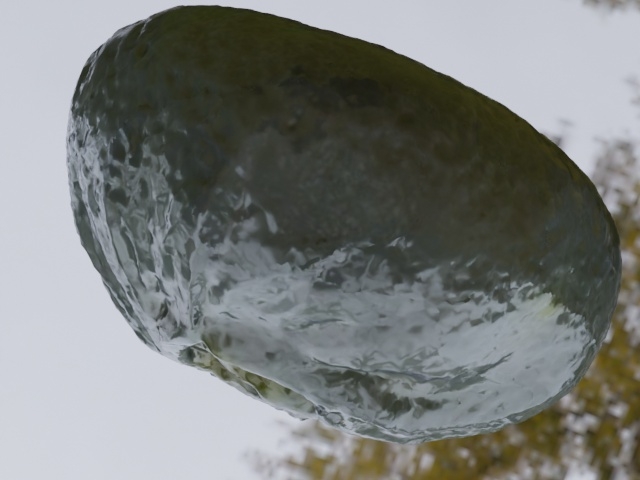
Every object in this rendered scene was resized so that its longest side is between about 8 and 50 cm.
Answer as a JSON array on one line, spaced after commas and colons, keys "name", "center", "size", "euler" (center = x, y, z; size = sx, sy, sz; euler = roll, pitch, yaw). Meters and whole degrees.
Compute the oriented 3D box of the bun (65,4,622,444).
[{"name": "bun", "center": [0.000, 0.000, 1.162], "size": [0.362, 0.211, 0.362], "euler": [26, 173, 4]}]
